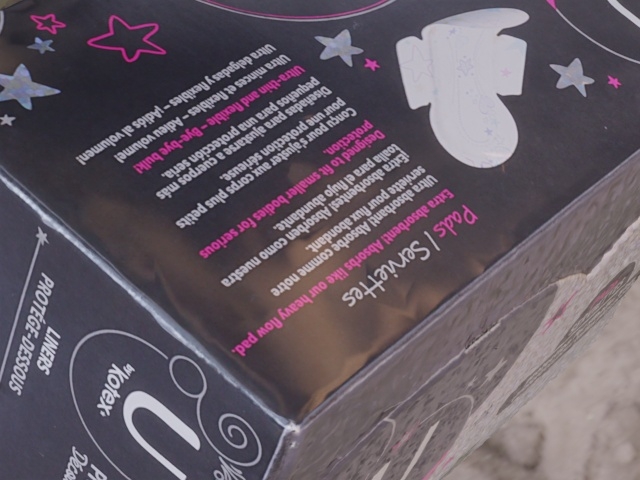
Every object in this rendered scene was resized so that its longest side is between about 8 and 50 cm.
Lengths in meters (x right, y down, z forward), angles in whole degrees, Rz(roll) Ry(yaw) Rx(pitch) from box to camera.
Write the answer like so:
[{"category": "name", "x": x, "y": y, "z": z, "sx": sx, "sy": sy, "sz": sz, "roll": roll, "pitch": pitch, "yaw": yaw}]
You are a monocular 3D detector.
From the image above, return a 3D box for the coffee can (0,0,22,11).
[{"category": "coffee can", "x": -0.211, "y": -0.066, "z": 0.664, "sx": 0.275, "sy": 0.202, "sz": 0.201, "roll": -18, "pitch": 88, "yaw": 48}]

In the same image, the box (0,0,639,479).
[{"category": "box", "x": 0.000, "y": 0.000, "z": 0.553, "sx": 0.142, "sy": 0.247, "sz": 0.163, "roll": 41, "pitch": 137, "yaw": 17}]
